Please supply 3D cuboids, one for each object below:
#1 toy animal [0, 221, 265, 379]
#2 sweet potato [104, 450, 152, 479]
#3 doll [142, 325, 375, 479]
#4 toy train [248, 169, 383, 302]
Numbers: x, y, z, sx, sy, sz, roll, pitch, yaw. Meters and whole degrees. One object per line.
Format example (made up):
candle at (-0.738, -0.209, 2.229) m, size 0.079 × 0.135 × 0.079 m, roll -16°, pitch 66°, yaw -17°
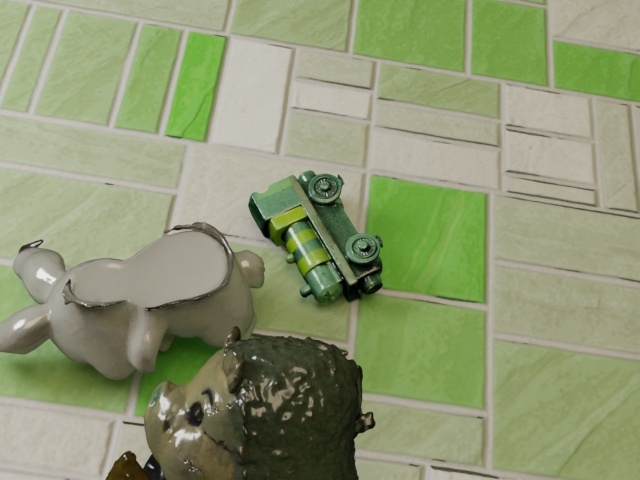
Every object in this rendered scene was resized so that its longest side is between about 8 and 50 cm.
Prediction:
toy animal at (-0.238, 0.071, 1.256) m, size 0.325 × 0.154 × 0.208 m, roll 7°, pitch 49°, yaw 1°
sweet potato at (-0.187, 0.337, 0.978) m, size 0.079 × 0.346 × 0.108 m, roll -17°, pitch 54°, yaw -43°
doll at (-0.071, 0.257, 1.047) m, size 0.247 × 0.350 × 0.247 m, roll 11°, pitch 21°, yaw -4°
toy train at (0.000, 0.000, 1.390) m, size 0.132 × 0.083 × 0.200 m, roll -26°, pitch 63°, yaw -11°
